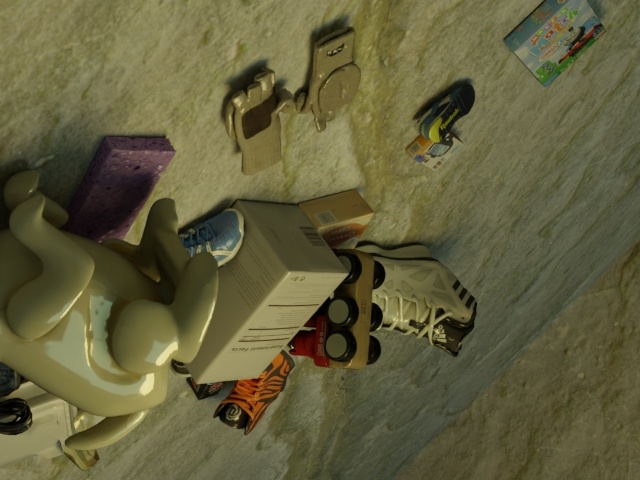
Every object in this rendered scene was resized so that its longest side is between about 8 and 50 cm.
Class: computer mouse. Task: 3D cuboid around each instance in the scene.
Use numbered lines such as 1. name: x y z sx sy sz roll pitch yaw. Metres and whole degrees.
1. computer mouse: -0.523 0.171 1.685 0.188 0.072 0.272 3 116 -23

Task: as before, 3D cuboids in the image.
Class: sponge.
1. sponge: -0.309 -0.069 1.659 0.117 0.031 0.210 -5 141 -47

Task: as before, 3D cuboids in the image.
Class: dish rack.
1. dish rack: -0.546 0.337 1.887 0.285 0.072 0.333 -18 160 -17

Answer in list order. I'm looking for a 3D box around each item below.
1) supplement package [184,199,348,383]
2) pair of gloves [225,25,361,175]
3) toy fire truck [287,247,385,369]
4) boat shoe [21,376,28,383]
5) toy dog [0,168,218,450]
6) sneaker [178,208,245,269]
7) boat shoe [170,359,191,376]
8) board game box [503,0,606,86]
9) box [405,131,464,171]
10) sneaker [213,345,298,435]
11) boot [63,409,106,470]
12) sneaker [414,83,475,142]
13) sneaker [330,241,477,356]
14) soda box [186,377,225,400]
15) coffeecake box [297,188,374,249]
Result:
1. supplement package: -0.129 0.094 1.989 0.175 0.177 0.293 3 134 -53
2. pair of gloves: -0.044 -0.219 1.735 0.240 0.042 0.204 -33 151 -13
3. toy fire truck: -0.006 0.130 2.088 0.246 0.217 0.158 -1 172 32
4. boat shoe: -0.408 0.141 1.802 0.324 0.096 0.116 -39 170 30
5. toy dog: -0.401 0.092 1.526 0.408 0.284 0.395 7 119 -26
6. sneaker: -0.216 0.021 1.871 0.211 0.080 0.081 -40 156 4
7. boat shoe: -0.198 0.184 2.173 0.228 0.081 0.068 -33 152 -26
8. board game box: 0.442 -0.383 2.080 0.160 0.039 0.211 -43 153 13
9. box: 0.226 -0.180 2.159 0.081 0.028 0.136 -45 152 15
10. sneaker: -0.141 0.310 2.337 0.180 0.124 0.321 -54 161 -24
11. boot: -0.431 0.364 2.180 0.165 0.077 0.213 -35 154 -10
12. sneaker: 0.229 -0.240 2.040 0.144 0.059 0.053 -44 127 -24
13. sneaker: 0.176 0.133 2.321 0.447 0.257 0.169 -10 129 -48
14. soda box: -0.217 0.254 2.280 0.053 0.060 0.169 -14 146 -38
15. coffeecake box: 0.000 0.000 2.124 0.142 0.068 0.185 -16 148 -37
